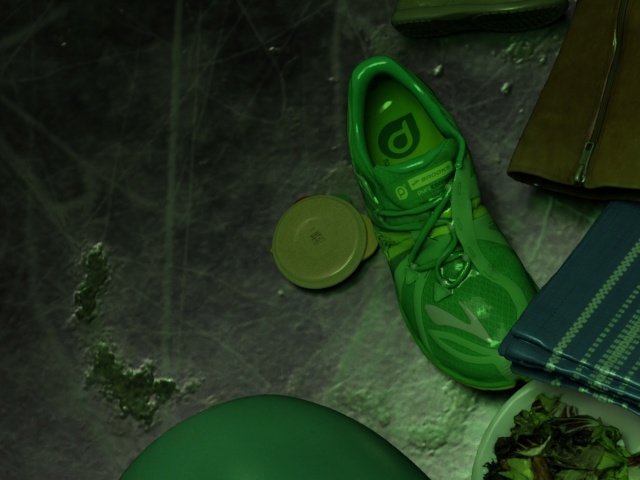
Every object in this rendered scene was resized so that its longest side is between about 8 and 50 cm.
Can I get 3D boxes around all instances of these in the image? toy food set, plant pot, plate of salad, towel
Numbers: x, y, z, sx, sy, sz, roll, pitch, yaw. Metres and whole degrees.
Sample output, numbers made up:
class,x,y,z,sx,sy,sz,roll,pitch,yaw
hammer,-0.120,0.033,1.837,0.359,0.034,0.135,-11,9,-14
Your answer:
class,x,y,z,sx,sy,sz,roll,pitch,yaw
toy food set,0.000,0.000,1.570,0.082,0.020,0.083,41,87,24
plant pot,-0.024,0.252,1.361,0.293,0.293,0.235,-37,52,2
plate of salad,0.209,0.186,1.414,0.200,0.048,0.199,-1,84,9
towel,0.324,0.074,1.384,0.336,0.040,0.243,22,44,21

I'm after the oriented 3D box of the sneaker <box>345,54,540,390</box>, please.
class,x,y,z,sx,sy,sz,roll,pitch,yaw
sneaker,0.084,-0.014,1.494,0.109,0.123,0.295,-28,67,6

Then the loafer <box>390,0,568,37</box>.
class,x,y,z,sx,sy,sz,roll,pitch,yaw
loafer,0.129,-0.199,1.580,0.148,0.056,0.050,-2,78,16

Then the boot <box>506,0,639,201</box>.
class,x,y,z,sx,sy,sz,roll,pitch,yaw
boot,0.283,-0.163,1.455,0.264,0.096,0.280,5,66,38
